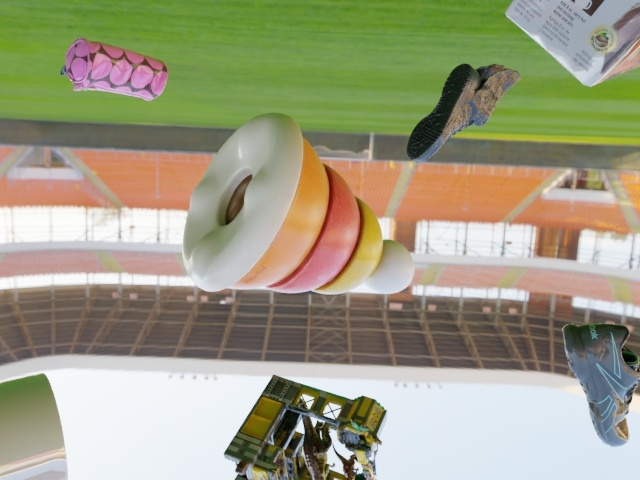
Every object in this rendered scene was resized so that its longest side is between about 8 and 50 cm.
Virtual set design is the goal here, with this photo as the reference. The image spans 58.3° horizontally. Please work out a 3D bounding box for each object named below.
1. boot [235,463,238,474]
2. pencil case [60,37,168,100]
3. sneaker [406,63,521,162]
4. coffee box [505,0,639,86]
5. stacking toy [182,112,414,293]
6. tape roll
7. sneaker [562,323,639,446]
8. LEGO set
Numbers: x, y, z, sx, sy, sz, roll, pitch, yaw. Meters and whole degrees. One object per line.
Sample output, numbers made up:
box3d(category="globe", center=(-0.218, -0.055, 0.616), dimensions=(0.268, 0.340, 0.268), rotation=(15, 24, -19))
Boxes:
box3d(category="boot", center=(-0.198, 0.680, 1.400), dimensions=(0.260, 0.347, 0.131), rotation=(-27, 167, 14))
box3d(category="pencil case", center=(-0.411, -0.341, 1.172), dimensions=(0.095, 0.098, 0.209), rotation=(-2, -177, 35))
box3d(category="sneaker", center=(0.192, -0.169, 0.775), dimensions=(0.089, 0.170, 0.051), rotation=(19, -163, -41))
box3d(category="coffee box", center=(0.327, -0.296, 0.498), dimensions=(0.168, 0.297, 0.119), rotation=(-26, -112, -41))
box3d(category="stacking toy", center=(0.000, 0.000, 1.151), dimensions=(0.480, 0.350, 0.351), rotation=(27, 175, -33))
box3d(category="tape roll", center=(-0.593, 0.388, 1.078), dimensions=(0.169, 0.246, 0.246), rotation=(-9, -166, -36))
box3d(category="sneaker", center=(0.508, 0.255, 0.996), dimensions=(0.106, 0.267, 0.101), rotation=(-18, -157, 23))
box3d(category="LEGO set", center=(-0.022, 0.391, 0.924), dimensions=(0.255, 0.331, 0.192), rotation=(19, -138, 15))
